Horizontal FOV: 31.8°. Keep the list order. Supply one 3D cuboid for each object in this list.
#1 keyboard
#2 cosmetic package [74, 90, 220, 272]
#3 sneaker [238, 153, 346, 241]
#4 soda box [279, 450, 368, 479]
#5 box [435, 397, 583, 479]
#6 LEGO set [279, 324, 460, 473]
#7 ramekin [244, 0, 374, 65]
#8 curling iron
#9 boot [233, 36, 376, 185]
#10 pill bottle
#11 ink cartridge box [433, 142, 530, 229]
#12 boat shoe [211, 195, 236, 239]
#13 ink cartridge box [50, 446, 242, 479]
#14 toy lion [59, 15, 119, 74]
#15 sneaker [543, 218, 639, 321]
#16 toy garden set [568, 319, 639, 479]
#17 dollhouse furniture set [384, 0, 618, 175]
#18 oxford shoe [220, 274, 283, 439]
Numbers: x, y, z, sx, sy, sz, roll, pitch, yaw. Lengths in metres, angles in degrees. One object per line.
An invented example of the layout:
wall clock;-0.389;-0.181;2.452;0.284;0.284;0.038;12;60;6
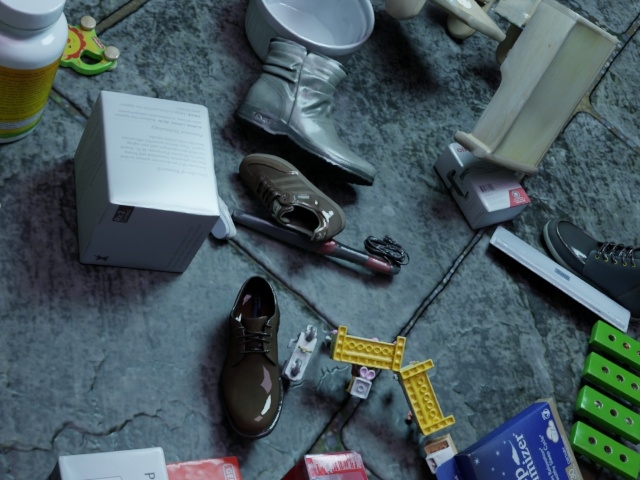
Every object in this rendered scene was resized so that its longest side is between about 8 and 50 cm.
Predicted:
keyboard;0.385;0.060;1.800;0.256;0.014;0.072;34;24;4
cosmetic package;-0.235;-0.076;1.501;0.151;0.151;0.184;6;56;-25
sneaker;-0.052;-0.063;1.619;0.188;0.066;0.071;32;33;19
soda box;0.031;0.391;1.347;0.083;0.092;0.263;-1;58;-28
box;0.261;0.321;1.526;0.225;0.036;0.136;-24;94;-36
LEGO set;0.086;0.197;1.537;0.287;0.107;0.132;34;83;-8
ramekin;-0.027;-0.359;1.842;0.207;0.109;0.207;15;52;-19
curling iron;0.000;0.000;1.653;0.274;0.035;0.068;13;31;-14
boot;0.004;-0.200;1.716;0.246;0.083;0.161;30;80;-4
pill bottle;-0.408;-0.251;1.471;0.136;0.246;0.136;14;52;-19
ink cartridge box;0.263;-0.095;1.841;0.099;0.056;0.135;-13;64;-35
boat shoe;-0.149;-0.044;1.607;0.035;0.035;0.100;9;44;-57
ink cartridge box;-0.168;0.371;1.281;0.239;0.060;0.275;-1;58;-27
toy lion;-0.363;-0.284;1.666;0.096;0.034;0.100;-31;76;-32
sneaker;0.474;0.022;1.827;0.222;0.118;0.083;41;49;4
toy garden set;0.476;0.268;1.703;0.204;0.049;0.244;29;48;-4
dollhouse furniture set;0.238;-0.324;1.838;0.394;0.256;0.362;42;19;34
oxford shoe;-0.091;0.145;1.447;0.082;0.096;0.227;-3;55;-2
